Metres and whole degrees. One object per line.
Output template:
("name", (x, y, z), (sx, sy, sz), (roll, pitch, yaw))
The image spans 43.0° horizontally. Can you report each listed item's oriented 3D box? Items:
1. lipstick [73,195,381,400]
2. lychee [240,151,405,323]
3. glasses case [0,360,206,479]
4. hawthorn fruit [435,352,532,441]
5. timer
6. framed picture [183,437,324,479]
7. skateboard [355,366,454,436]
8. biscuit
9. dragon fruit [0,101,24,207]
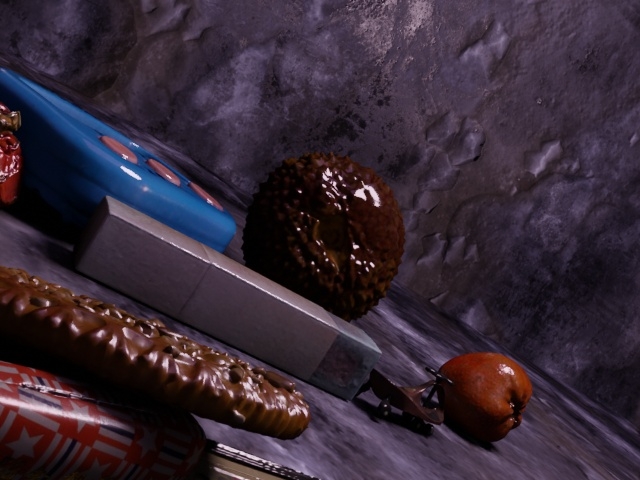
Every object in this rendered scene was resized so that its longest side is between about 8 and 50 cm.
("lipstick", (-0.100, 0.072, 0.941), (0.371, 0.079, 0.076), (29, 7, -25))
("lychee", (0.000, 0.000, 1.252), (0.267, 0.267, 0.267), (32, 5, -3))
("glasses case", (-0.136, 0.109, 0.417), (0.049, 0.073, 0.194), (48, 10, 36))
("hawthorn fruit", (0.245, 0.231, 1.236), (0.138, 0.133, 0.133), (24, -1, 38))
("timer", (-0.283, -0.086, 1.068), (0.309, 0.115, 0.340), (37, 3, 32))
("framed picture", (-0.027, 0.201, 0.557), (0.199, 0.010, 0.195), (29, 6, -30))
("skateboard", (0.116, 0.196, 1.047), (0.151, 0.080, 0.067), (31, -1, -40))
("biscuit", (-0.143, 0.064, 0.560), (0.305, 0.038, 0.305), (22, -9, 3))
("dragon fruit", (-0.374, -0.107, 0.841), (0.162, 0.106, 0.083), (34, 6, -14))
